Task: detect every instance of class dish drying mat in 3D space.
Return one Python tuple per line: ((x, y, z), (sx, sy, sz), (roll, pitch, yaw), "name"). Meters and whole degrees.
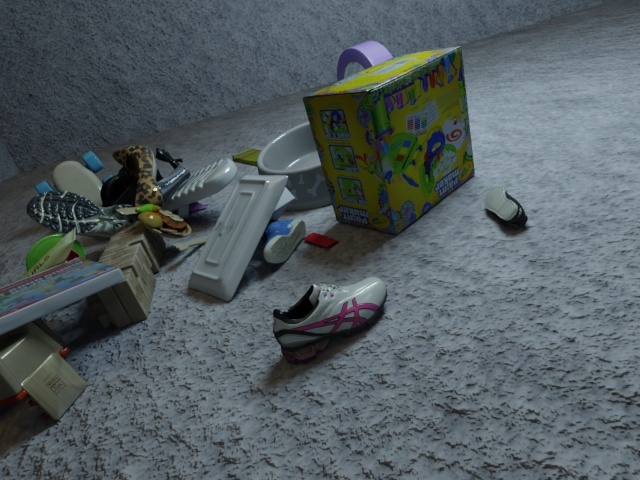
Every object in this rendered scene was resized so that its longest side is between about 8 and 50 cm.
((0.000, 0.000, 0.907), (0.032, 0.008, 0.083), (-32, 29, -28), "dish drying mat")

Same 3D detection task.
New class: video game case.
((-0.482, 0.087, 0.760), (0.204, 0.025, 0.285), (-28, 20, -36), "video game case")

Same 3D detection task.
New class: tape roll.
((0.170, -0.558, 1.577), (0.090, 0.274, 0.275), (-26, 28, -19), "tape roll")

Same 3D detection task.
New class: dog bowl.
((-0.012, -0.221, 1.180), (0.349, 0.102, 0.349), (-14, 35, 10), "dog bowl")

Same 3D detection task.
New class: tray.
((-0.171, -0.021, 0.872), (0.145, 0.030, 0.270), (9, 69, 43), "tray")

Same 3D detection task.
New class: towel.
((-0.238, -0.314, 1.639), (0.102, 0.021, 0.237), (-32, 30, -25), "towel")

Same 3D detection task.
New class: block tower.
((-0.412, 0.054, 0.954), (0.091, 0.097, 0.335), (-19, 25, -5), "block tower")

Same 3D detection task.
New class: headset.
((-0.574, -0.159, 1.410), (0.243, 0.185, 0.394), (-25, 35, 36), "headset")

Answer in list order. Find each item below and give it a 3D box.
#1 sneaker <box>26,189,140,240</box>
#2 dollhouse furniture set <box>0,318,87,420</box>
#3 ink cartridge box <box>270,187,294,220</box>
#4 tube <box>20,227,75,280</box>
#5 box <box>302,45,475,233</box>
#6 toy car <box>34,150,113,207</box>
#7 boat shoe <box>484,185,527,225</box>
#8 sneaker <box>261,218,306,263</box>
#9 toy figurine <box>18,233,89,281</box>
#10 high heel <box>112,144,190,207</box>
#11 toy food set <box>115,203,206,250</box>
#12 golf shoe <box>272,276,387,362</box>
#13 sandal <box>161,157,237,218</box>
((-0.592, -0.041, 1.136), (0.283, 0.110, 0.122), (13, -26, -27), "sneaker")
((-0.514, 0.228, 0.688), (0.259, 0.135, 0.262), (-18, 24, 24), "dollhouse furniture set")
((-0.124, -0.064, 0.981), (0.088, 0.052, 0.122), (-39, -6, -42), "ink cartridge box")
((-0.593, 0.078, 0.928), (0.070, 0.062, 0.240), (37, 87, 16), "tube")
((0.157, -0.211, 0.915), (0.290, 0.279, 0.177), (-34, 31, -31), "box")
((-0.849, -0.169, 1.601), (0.219, 0.210, 0.238), (-42, 5, -17), "toy car")
((0.334, -0.062, 0.793), (0.046, 0.038, 0.125), (-55, 13, 18), "boat shoe")
((-0.097, 0.000, 0.907), (0.085, 0.058, 0.152), (0, 30, 26), "sneaker")
((-0.588, 0.084, 1.005), (0.159, 0.130, 0.173), (19, 65, 37), "toy figurine")
((-0.510, -0.169, 1.189), (0.261, 0.093, 0.186), (19, 49, 18), "high heel")
((-0.364, -0.046, 1.037), (0.192, 0.038, 0.132), (29, 18, 11), "toy food set")
((0.019, 0.094, 0.629), (0.186, 0.086, 0.067), (-28, 27, -23), "golf shoe")
((-0.367, -0.117, 1.256), (0.416, 0.102, 0.169), (-8, 39, 47), "sandal")
